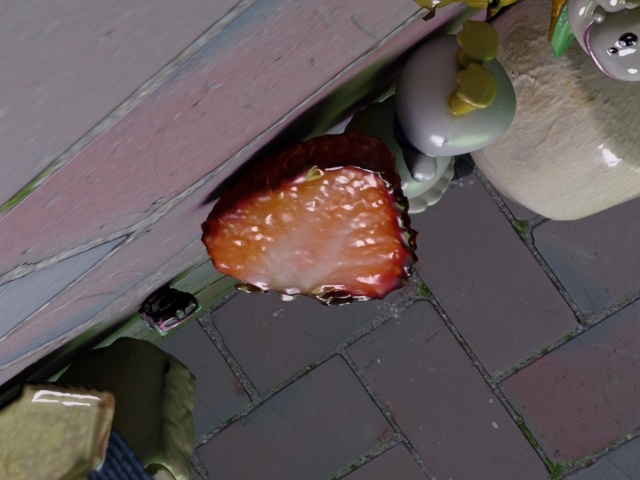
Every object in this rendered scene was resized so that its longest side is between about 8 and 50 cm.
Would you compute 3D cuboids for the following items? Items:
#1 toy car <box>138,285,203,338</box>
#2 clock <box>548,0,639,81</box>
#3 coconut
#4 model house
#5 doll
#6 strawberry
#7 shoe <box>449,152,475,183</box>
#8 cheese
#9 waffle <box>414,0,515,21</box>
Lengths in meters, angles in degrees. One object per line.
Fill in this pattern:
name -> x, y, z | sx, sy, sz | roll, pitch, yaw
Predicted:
toy car -> -0.212, 0.093, 1.537 | 0.069, 0.055, 0.142 | -34, -168, -16
clock -> 0.257, -0.201, 0.811 | 0.231, 0.144, 0.103 | -35, 177, 42
coconut -> 0.276, -0.152, 1.096 | 0.247, 0.245, 0.245 | -25, -174, 46
model house -> -0.339, 0.324, 1.411 | 0.266, 0.321, 0.261 | -36, -174, -18
doll -> 0.091, -0.103, 0.994 | 0.293, 0.119, 0.138 | 128, -25, -73
strawberry -> 0.003, -0.039, 0.960 | 0.236, 0.190, 0.111 | 120, -19, -57
shoe -> 0.055, -0.070, 1.286 | 0.245, 0.095, 0.138 | -18, 174, -40
cheese -> -0.309, 0.288, 1.633 | 0.326, 0.115, 0.318 | 9, -125, 44
waffle -> 0.172, -0.196, 0.500 | 0.293, 0.069, 0.260 | -34, 177, 37
